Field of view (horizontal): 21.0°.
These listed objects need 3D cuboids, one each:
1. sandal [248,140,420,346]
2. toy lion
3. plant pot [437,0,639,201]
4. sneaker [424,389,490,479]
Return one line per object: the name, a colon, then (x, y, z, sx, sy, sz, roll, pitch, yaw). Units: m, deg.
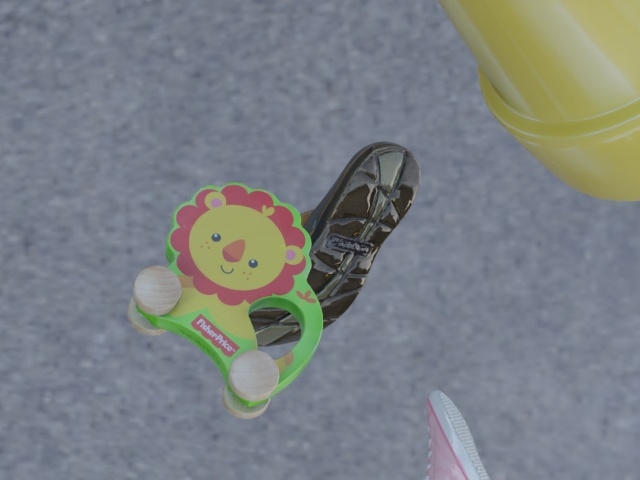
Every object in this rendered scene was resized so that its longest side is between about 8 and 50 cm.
sandal: (0.000, 0.000, 1.421, 0.090, 0.060, 0.219, 16, 117, -34)
toy lion: (-0.038, 0.022, 0.836, 0.100, 0.034, 0.096, 41, 63, 11)
plant pot: (0.178, -0.190, 1.131, 0.239, 0.254, 0.254, 36, 68, -36)
sneaker: (0.109, 0.205, 1.559, 0.051, 0.070, 0.134, 28, 34, -59)
